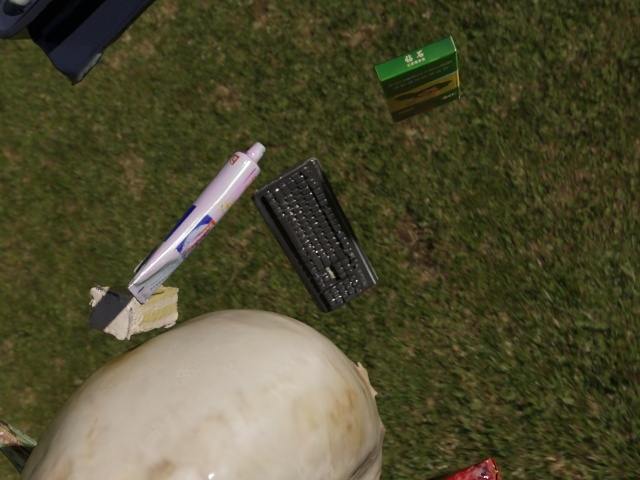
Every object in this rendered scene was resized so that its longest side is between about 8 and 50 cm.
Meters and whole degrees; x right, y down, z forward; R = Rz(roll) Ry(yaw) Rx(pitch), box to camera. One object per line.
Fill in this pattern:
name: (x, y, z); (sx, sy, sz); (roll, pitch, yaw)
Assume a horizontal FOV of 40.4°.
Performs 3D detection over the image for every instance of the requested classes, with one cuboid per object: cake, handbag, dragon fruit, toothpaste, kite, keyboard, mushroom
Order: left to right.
kite: (-0.388, 0.298, 1.174); (0.268, 0.323, 0.013); (41, 79, -2)
handbag: (-0.183, -0.336, 0.824); (0.326, 0.118, 0.269); (-29, 47, 35)
cake: (-0.205, 0.074, 0.986); (0.065, 0.121, 0.052); (11, 97, 22)
toothpaste: (-0.102, -0.017, 0.735); (0.028, 0.045, 0.170); (35, 75, 13)
mushroom: (-0.041, 0.201, 0.532); (0.290, 0.297, 0.297); (27, 86, 21)
keyboard: (0.000, 0.000, 1.066); (0.094, 0.230, 0.025); (-32, 41, -3)
dragon fruit: (0.132, 0.263, 0.916); (0.097, 0.131, 0.063); (21, 60, -8)

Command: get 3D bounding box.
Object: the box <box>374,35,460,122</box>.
box: (0.170, -0.269, 1.483); (0.132, 0.235, 0.034); (-21, 77, 7)
